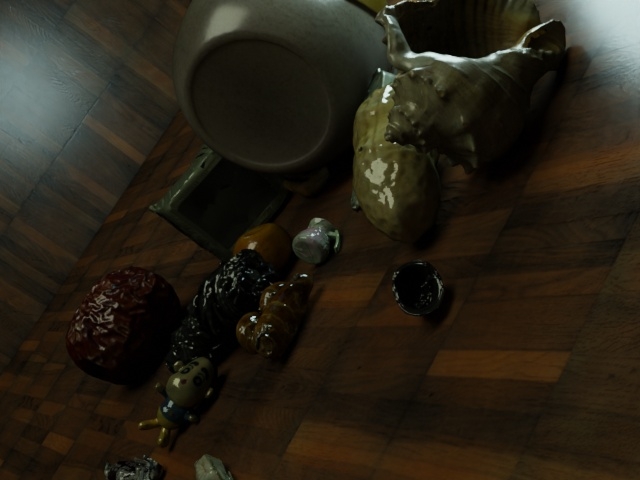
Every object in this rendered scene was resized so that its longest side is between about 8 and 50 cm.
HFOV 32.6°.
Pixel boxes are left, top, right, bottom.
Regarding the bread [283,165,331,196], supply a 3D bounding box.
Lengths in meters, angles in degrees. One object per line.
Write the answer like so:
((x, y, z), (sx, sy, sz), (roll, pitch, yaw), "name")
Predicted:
((-0.026, -0.115, 2.089), (0.072, 0.053, 0.106), (-33, 17, -15), "bread")

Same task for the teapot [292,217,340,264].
((0.000, 0.000, 1.825), (0.083, 0.064, 0.064), (5, 45, 30), "teapot")

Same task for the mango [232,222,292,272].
((-0.107, 0.017, 1.978), (0.115, 0.089, 0.165), (-34, 14, -5), "mango")

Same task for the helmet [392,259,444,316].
((0.128, 0.072, 1.403), (0.065, 0.049, 0.084), (-16, 55, 5), "helmet")

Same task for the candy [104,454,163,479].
((-0.336, 0.413, 1.881), (0.226, 0.051, 0.094), (-16, 44, 60), "candy")

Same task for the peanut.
((0.115, -0.116, 1.622), (0.149, 0.149, 0.313), (-43, 24, 27), "peanut")

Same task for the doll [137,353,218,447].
((-0.236, 0.267, 1.859), (0.179, 0.102, 0.089), (-54, -20, -1), "doll")

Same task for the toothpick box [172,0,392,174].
((-0.065, -0.361, 2.056), (0.409, 0.409, 0.425), (-39, 18, 35), "toothpick box")

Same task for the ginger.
((-0.070, 0.123, 1.746), (0.103, 0.073, 0.162), (-5, 43, 47), "ginger")

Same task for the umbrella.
((-0.185, 0.153, 1.896), (0.336, 0.128, 0.154), (-49, -2, 33), "umbrella")

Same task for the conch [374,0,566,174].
((0.193, -0.228, 1.529), (0.324, 0.263, 0.186), (-29, -13, -38), "conch")

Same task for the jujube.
((-0.411, 0.172, 2.264), (0.213, 0.213, 0.232), (-24, 36, 55), "jujube")

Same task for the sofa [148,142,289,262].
((-0.202, -0.100, 2.231), (0.225, 0.210, 0.176), (-51, 21, 9), "sofa")

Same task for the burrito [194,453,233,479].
((-0.153, 0.349, 1.578), (0.055, 0.041, 0.149), (-41, 18, -6), "burrito")

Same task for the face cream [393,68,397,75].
((0.231, -0.311, 1.782), (0.163, 0.080, 0.337), (-62, 20, -9), "face cream")

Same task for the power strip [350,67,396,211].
((0.096, -0.170, 1.811), (0.080, 0.048, 0.286), (-46, 31, 49), "power strip")
